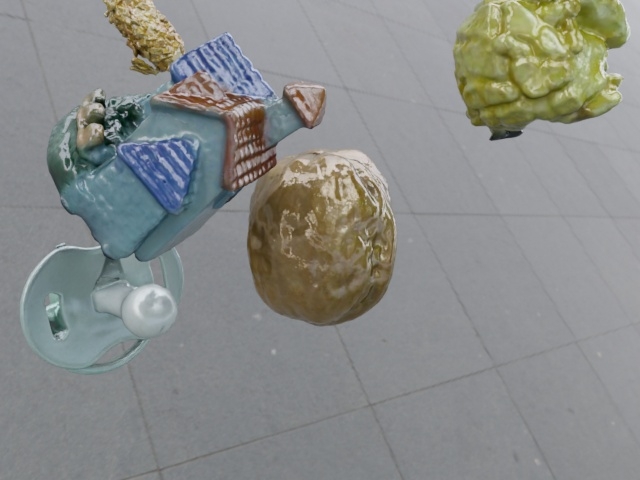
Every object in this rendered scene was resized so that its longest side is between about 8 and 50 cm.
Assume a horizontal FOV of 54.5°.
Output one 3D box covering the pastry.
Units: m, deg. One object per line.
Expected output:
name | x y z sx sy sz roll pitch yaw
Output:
pastry | -0.463 -0.543 1.647 0.250 0.102 0.154 54 47 -8

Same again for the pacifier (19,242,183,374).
pacifier | -0.373 0.129 1.181 0.343 0.269 0.288 -24 116 -41

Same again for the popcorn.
popcorn | 0.354 -0.296 1.003 0.293 0.293 0.236 -13 98 -48

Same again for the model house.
model house | -0.167 -0.165 0.881 0.251 0.329 0.295 57 22 -8

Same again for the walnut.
walnut | 0.004 0.000 1.175 0.306 0.343 0.306 3 17 -1
